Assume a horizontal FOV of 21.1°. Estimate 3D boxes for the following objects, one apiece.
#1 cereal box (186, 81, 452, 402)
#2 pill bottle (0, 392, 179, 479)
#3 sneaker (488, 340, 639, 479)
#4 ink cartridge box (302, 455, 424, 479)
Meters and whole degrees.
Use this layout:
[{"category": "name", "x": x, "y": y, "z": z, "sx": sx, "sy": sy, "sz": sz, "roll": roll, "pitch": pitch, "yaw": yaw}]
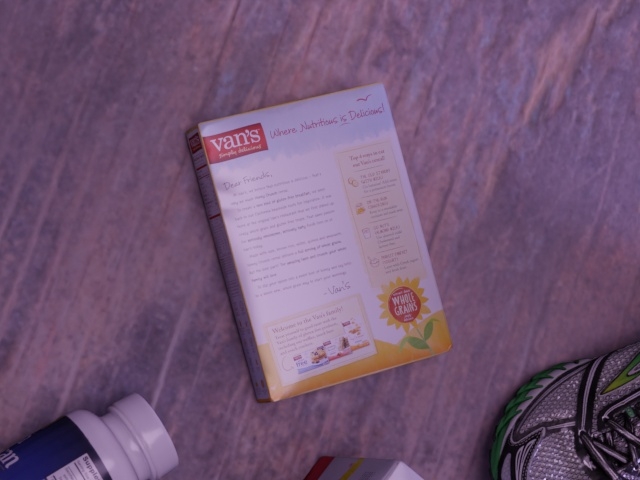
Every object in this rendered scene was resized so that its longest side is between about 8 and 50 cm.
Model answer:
[{"category": "cereal box", "x": 0.000, "y": 0.000, "z": 1.445, "sx": 0.173, "sy": 0.047, "sz": 0.240, "roll": -14, "pitch": 88, "yaw": -20}, {"category": "pill bottle", "x": -0.198, "y": 0.189, "z": 1.330, "sx": 0.169, "sy": 0.094, "sz": 0.094, "roll": -31, "pitch": 94, "yaw": -20}, {"category": "sneaker", "x": 0.292, "y": 0.138, "z": 1.478, "sx": 0.344, "sy": 0.146, "sz": 0.134, "roll": -32, "pitch": 95, "yaw": -19}, {"category": "ink cartridge box", "x": 0.041, "y": 0.257, "z": 1.361, "sx": 0.128, "sy": 0.176, "sz": 0.127, "roll": 41, "pitch": 73, "yaw": -10}]
